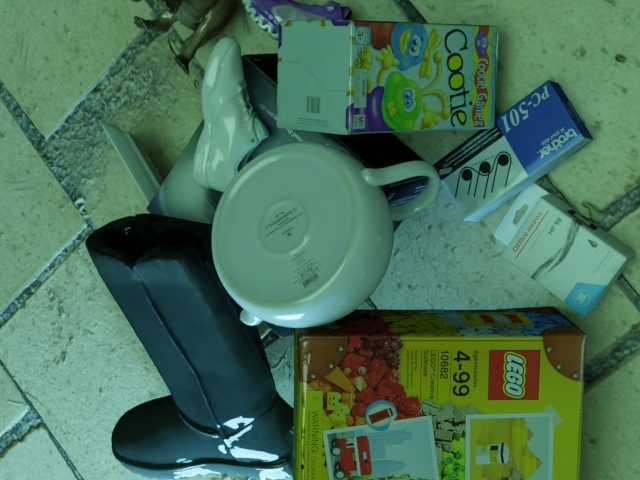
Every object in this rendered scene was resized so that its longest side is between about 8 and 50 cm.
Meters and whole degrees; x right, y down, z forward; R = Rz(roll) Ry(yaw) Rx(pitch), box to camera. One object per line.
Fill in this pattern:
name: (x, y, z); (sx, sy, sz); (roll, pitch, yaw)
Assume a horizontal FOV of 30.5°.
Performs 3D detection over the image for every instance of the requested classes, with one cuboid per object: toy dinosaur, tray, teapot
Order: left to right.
tray: (-0.253, -0.067, 1.859); (0.030, 0.145, 0.270); (-31, 83, 0)
toy dinosaur: (-0.174, -0.378, 1.736); (0.127, 0.296, 0.200); (39, 73, 24)
teapot: (0.000, 0.000, 1.518); (0.256, 0.187, 0.253); (11, 82, 31)

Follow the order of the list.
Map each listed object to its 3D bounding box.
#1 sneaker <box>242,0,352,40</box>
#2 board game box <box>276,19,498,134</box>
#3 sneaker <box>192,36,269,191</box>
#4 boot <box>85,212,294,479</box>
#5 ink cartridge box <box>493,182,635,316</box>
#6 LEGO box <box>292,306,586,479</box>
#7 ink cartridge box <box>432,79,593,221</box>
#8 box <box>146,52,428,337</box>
sneaker: (-0.008, -0.314, 1.721); (0.236, 0.095, 0.104); (40, 106, 10)
board game box: (0.092, -0.219, 1.559); (0.144, 0.275, 0.142); (11, 104, 47)
sneaker: (-0.113, -0.169, 1.607); (0.094, 0.080, 0.212); (12, 109, 14)
boot: (-0.239, 0.166, 1.750); (0.367, 0.146, 0.445); (-5, 131, 26)
ink cartridge box: (0.325, 0.009, 1.617); (0.180, 0.060, 0.104); (37, 112, 17)
LEGO box: (0.148, 0.350, 1.605); (0.372, 0.193, 0.500); (0, 99, -3)
ink cartridge box: (0.264, -0.121, 1.628); (0.207, 0.046, 0.097); (-36, 71, 26)
box: (-0.046, -0.069, 1.723); (0.296, 0.182, 0.294); (42, 115, 15)
